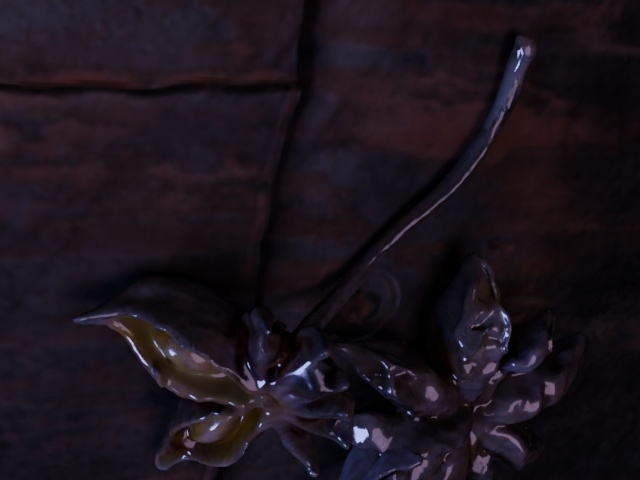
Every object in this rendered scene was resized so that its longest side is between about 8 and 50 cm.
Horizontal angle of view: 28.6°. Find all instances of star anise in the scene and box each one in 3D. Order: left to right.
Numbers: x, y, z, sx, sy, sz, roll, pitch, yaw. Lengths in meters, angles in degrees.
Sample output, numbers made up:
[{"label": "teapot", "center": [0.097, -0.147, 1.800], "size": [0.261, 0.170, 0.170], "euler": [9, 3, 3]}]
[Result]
[{"label": "star anise", "center": [0.000, 0.000, 0.660], "size": [0.148, 0.218, 0.227], "euler": [43, 46, -13]}, {"label": "star anise", "center": [0.084, 0.097, 0.739], "size": [0.182, 0.065, 0.195], "euler": [-12, 118, -28]}]
